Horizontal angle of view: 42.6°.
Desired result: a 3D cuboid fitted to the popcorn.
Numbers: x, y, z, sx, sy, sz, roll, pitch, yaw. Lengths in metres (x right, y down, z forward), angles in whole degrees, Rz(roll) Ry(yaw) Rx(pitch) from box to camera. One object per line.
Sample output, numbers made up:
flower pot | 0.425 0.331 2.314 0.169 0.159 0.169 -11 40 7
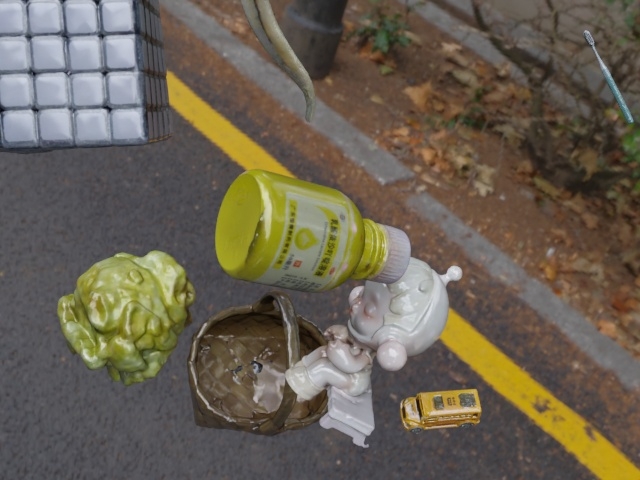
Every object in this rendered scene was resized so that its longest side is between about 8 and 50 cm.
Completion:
popcorn | -0.431 0.179 1.841 0.312 0.312 0.312 13 38 -10

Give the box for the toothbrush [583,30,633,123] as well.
toothbrush | 0.457 -0.258 1.302 0.167 0.011 0.014 59 18 -10

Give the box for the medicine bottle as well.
medicine bottle | 0.000 0.000 0.925 0.212 0.122 0.122 13 36 -31

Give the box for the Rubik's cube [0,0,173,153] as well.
Rubik's cube | -0.336 -0.240 1.113 0.236 0.238 0.237 -4 7 -4

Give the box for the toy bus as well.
toy bus | 0.250 0.353 1.717 0.162 0.074 0.070 -4 55 -3

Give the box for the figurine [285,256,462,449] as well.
figurine | 0.081 0.126 1.069 0.144 0.257 0.182 38 17 6

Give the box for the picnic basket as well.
picnic basket | -0.107 0.256 1.730 0.337 0.337 0.293 3 64 -21

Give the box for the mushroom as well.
mushroom | -0.033 -0.232 0.684 0.068 0.306 0.043 14 39 12
